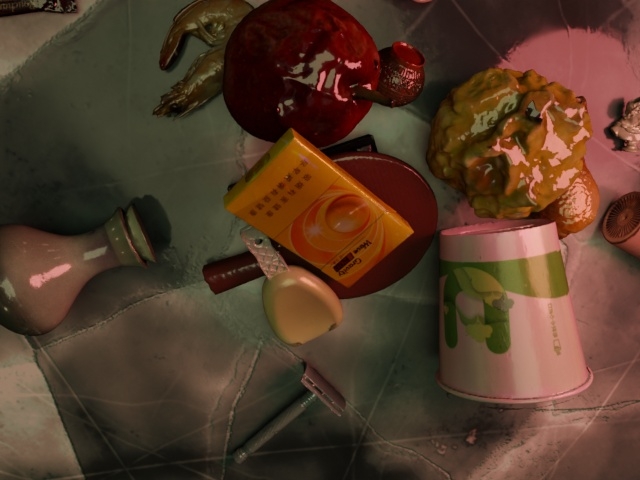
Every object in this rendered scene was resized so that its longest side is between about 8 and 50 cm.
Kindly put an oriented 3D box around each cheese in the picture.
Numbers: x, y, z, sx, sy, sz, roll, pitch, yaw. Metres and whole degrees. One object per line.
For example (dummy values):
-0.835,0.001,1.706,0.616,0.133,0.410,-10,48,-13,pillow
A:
-0.060,0.070,0.930,0.127,0.054,0.251,-27,124,6,cheese

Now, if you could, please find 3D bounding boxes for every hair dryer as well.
0.668,-0.111,1.002,0.190,0.107,0.344,25,92,-11,hair dryer

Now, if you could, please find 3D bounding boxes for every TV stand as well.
-0.030,-0.119,0.949,0.257,0.049,0.040,-19,104,-2,TV stand

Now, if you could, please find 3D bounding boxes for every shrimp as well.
-0.196,-0.294,0.892,0.133,0.053,0.236,43,92,-14,shrimp

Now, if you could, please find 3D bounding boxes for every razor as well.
-0.072,0.338,1.040,0.232,0.068,0.106,-43,102,9,razor

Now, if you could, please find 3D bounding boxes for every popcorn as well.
0.297,-0.154,0.886,0.250,0.225,0.249,-2,99,-15,popcorn

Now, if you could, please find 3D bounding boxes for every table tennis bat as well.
0.000,0.000,0.959,0.415,0.051,0.268,-21,116,3,table tennis bat

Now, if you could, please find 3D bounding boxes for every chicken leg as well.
0.431,-0.126,0.978,0.108,0.087,0.251,-1,96,-17,chicken leg

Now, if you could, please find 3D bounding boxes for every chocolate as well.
-0.471,-0.382,0.859,0.183,0.028,0.085,-6,105,-6,chocolate

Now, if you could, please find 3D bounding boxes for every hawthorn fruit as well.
-0.001,-0.239,0.833,0.266,0.210,0.230,23,84,24,hawthorn fruit

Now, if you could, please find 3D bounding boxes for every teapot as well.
-0.398,0.035,0.893,0.251,0.183,0.183,-22,103,-13,teapot

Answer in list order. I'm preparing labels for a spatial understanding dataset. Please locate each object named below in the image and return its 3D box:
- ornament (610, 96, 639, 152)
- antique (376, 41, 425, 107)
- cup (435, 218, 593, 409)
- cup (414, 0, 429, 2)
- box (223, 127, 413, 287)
0.553,-0.204,0.994,0.069,0.041,0.092,-29,113,7,ornament
0.120,-0.263,0.909,0.104,0.104,0.103,-1,102,-5,antique
0.310,0.106,0.943,0.254,0.253,0.273,-7,95,-4,cup
0.148,-0.530,0.823,0.273,0.288,0.208,-27,67,1,cup
0.003,-0.039,0.864,0.152,0.043,0.269,-41,126,20,box
